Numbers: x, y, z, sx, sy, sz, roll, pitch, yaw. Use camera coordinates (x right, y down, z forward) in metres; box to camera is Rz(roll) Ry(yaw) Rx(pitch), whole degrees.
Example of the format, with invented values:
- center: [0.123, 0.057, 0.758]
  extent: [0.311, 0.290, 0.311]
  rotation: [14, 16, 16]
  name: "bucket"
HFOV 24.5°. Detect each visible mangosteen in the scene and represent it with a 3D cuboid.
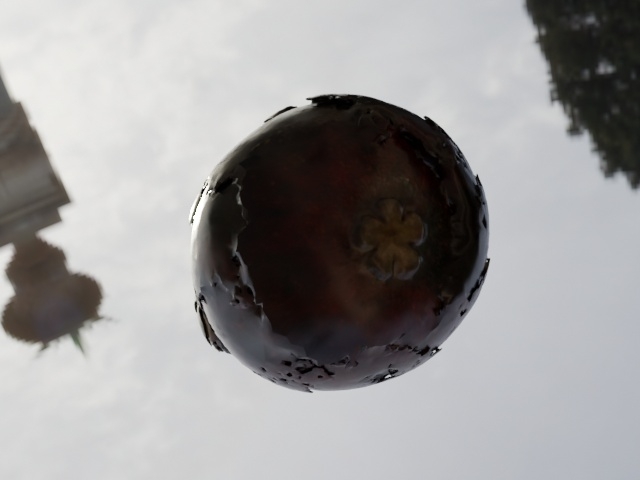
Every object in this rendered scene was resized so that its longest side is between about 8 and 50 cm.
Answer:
- center: [0.000, 0.000, 0.805]
  extent: [0.166, 0.166, 0.180]
  rotation: [-40, -156, -27]
  name: "mangosteen"
